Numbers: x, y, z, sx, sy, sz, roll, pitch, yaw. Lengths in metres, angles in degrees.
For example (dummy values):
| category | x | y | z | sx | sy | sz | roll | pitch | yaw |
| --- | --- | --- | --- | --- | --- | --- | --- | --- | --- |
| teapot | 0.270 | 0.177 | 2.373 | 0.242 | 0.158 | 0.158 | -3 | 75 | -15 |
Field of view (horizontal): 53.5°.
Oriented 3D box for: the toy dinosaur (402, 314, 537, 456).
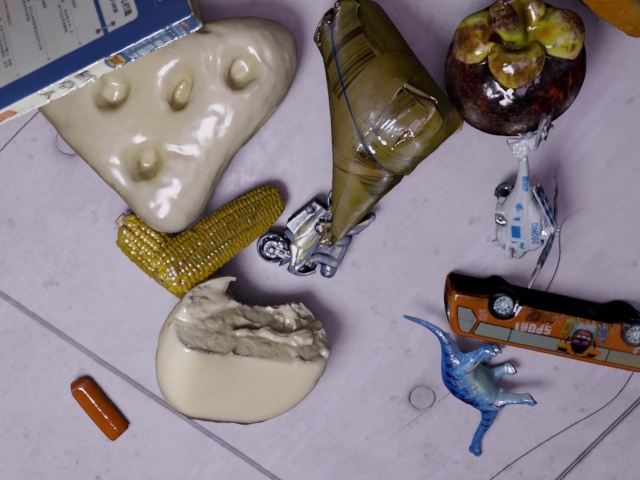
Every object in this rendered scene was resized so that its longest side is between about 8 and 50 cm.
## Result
| category | x | y | z | sx | sy | sz | roll | pitch | yaw |
| --- | --- | --- | --- | --- | --- | --- | --- | --- | --- |
| toy dinosaur | 0.267 | 0.229 | 1.065 | 0.144 | 0.076 | 0.329 | -22 | 114 | 15 |

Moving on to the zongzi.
| category | x | y | z | sx | sy | sz | roll | pitch | yaw |
| --- | --- | --- | --- | --- | --- | --- | --- | --- | --- |
| zongzi | 0.035 | -0.174 | 0.935 | 0.289 | 0.123 | 0.260 | -43 | 71 | 34 |

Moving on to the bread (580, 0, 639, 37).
| category | x | y | z | sx | sy | sz | roll | pitch | yaw |
| --- | --- | --- | --- | --- | --- | --- | --- | --- | --- |
| bread | 0.451 | -0.439 | 0.806 | 0.358 | 0.204 | 0.337 | -27 | 100 | 6 |

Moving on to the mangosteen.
| category | x | y | z | sx | sy | sz | roll | pitch | yaw |
| --- | --- | --- | --- | --- | --- | --- | --- | --- | --- |
| mangosteen | 0.260 | -0.245 | 0.858 | 0.192 | 0.217 | 0.192 | -3 | 81 | 17 |

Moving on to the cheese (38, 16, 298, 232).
| category | x | y | z | sx | sy | sz | roll | pitch | yaw |
| --- | --- | --- | --- | --- | --- | --- | --- | --- | --- |
| cheese | -0.241 | -0.233 | 0.928 | 0.328 | 0.129 | 0.351 | 37 | 100 | -3 |

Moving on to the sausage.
| category | x | y | z | sx | sy | sz | roll | pitch | yaw |
| --- | --- | --- | --- | --- | --- | --- | --- | --- | --- |
| sausage | -0.395 | 0.297 | 1.127 | 0.041 | 0.039 | 0.131 | -32 | 103 | 13 |

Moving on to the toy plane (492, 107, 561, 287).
| category | x | y | z | sx | sy | sz | roll | pitch | yaw |
| --- | --- | --- | --- | --- | --- | --- | --- | --- | --- |
| toy plane | 0.289 | -0.052 | 0.920 | 0.107 | 0.273 | 0.182 | 8 | 74 | 27 |

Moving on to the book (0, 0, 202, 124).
| category | x | y | z | sx | sy | sz | roll | pitch | yaw |
| --- | --- | --- | --- | --- | --- | --- | --- | --- | --- |
| book | -0.393 | -0.330 | 0.879 | 0.427 | 0.039 | 0.300 | -22 | 72 | 9 |

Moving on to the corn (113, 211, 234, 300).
| category | x | y | z | sx | sy | sz | roll | pitch | yaw |
| --- | --- | --- | --- | --- | --- | --- | --- | --- | --- |
| corn | -0.237 | 0.042 | 1.030 | 0.238 | 0.080 | 0.080 | 42 | 103 | -7 |

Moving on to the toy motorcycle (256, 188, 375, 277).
| category | x | y | z | sx | sy | sz | roll | pitch | yaw |
| --- | --- | --- | --- | --- | --- | --- | --- | --- | --- |
| toy motorcycle | 0.000 | 0.000 | 1.018 | 0.193 | 0.061 | 0.124 | -33 | 105 | 10 |

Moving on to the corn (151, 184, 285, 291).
| category | x | y | z | sx | sy | sz | roll | pitch | yaw |
| --- | --- | --- | --- | --- | --- | --- | --- | --- | --- |
| corn | -0.154 | -0.004 | 0.982 | 0.231 | 0.080 | 0.080 | -36 | 103 | -19 |

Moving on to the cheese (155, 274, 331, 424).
| category | x | y | z | sx | sy | sz | roll | pitch | yaw |
| --- | --- | --- | --- | --- | --- | --- | --- | --- | --- |
| cheese | -0.125 | 0.181 | 1.002 | 0.265 | 0.127 | 0.233 | 12 | 124 | -24 |

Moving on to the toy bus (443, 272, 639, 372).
| category | x | y | z | sx | sy | sz | roll | pitch | yaw |
| --- | --- | --- | --- | --- | --- | --- | --- | --- | --- |
| toy bus | 0.399 | 0.135 | 1.023 | 0.408 | 0.093 | 0.092 | 12 | 108 | 0 |
